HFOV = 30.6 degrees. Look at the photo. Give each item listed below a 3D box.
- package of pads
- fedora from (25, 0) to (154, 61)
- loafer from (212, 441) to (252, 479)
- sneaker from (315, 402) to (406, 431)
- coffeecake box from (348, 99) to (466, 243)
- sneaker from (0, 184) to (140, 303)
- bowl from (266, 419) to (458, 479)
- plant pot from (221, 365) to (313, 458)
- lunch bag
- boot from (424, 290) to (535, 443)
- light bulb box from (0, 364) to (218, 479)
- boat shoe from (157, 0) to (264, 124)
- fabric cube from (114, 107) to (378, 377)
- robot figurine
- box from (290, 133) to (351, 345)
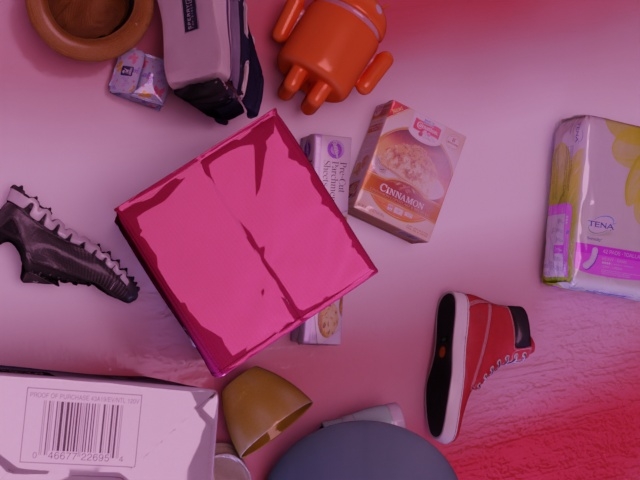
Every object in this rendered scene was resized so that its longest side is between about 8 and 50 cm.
[{"bbox_3d":[0.497,-0.053,1.990,0.229,0.101,0.297,9,84,-23],"label":"package of pads"},{"bbox_3d":[-0.335,-0.338,1.663,0.194,0.079,0.194,5,80,-28],"label":"fedora"},{"bbox_3d":[-0.126,0.431,1.720,0.102,0.092,0.269,-11,93,-23],"label":"loafer"},{"bbox_3d":[0.061,0.384,1.809,0.151,0.094,0.256,-8,98,-10],"label":"sneaker"},{"bbox_3d":[0.131,-0.107,1.856,0.142,0.068,0.186,24,79,-19],"label":"coffeecake box"},{"bbox_3d":[-0.367,0.031,1.644,0.234,0.078,0.106,39,78,-13],"label":"sneaker"},{"bbox_3d":[0.063,0.435,1.694,0.311,0.163,0.312,0,105,0],"label":"bowl"},{"bbox_3d":[-0.092,0.244,1.733,0.134,0.134,0.095,-33,76,-20],"label":"plant pot"},{"bbox_3d":[-0.261,-0.236,1.706,0.083,0.053,0.071,19,80,-12],"label":"lunch bag"},{"bbox_3d":[0.267,0.217,1.897,0.176,0.088,0.244,14,80,-23],"label":"boot"},{"bbox_3d":[-0.354,0.277,1.486,0.357,0.361,0.225,8,84,-22],"label":"light bulb box"},{"bbox_3d":[-0.161,-0.332,1.728,0.127,0.158,0.341,-9,68,19],"label":"boat shoe"},{"bbox_3d":[-0.113,0.007,1.617,0.259,0.254,0.258,-33,94,-9],"label":"fabric cube"},{"bbox_3d":[0.017,-0.300,1.782,0.219,0.158,0.128,-58,148,-13],"label":"robot figurine"},{"bbox_3d":[0.000,0.000,1.801,0.067,0.063,0.324,5,87,-22],"label":"box"}]
